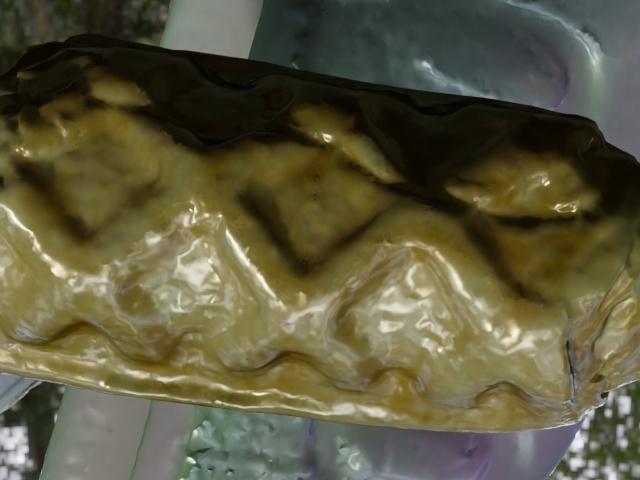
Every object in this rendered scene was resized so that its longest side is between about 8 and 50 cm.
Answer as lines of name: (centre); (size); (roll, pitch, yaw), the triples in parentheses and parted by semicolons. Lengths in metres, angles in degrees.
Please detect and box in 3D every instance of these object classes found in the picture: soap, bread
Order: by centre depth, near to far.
bread: (0.000, 0.000, 0.557); (0.267, 0.130, 0.152); (8, -175, 1)
soap: (0.032, -0.007, 0.807); (0.261, 0.446, 0.156); (14, -175, -31)

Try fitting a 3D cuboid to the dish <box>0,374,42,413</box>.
dish: (-0.249, 0.063, 1.196); (0.080, 0.243, 0.182); (35, -149, -27)
